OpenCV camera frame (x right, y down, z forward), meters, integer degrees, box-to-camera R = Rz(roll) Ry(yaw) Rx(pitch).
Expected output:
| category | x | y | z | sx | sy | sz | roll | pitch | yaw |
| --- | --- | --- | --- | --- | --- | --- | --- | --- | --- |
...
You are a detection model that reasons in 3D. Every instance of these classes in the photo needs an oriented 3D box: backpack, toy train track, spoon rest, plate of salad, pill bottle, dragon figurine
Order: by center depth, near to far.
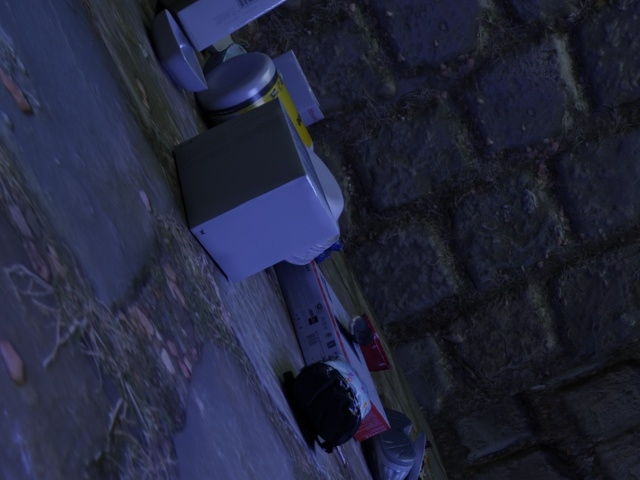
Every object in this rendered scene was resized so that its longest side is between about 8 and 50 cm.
| category | x | y | z | sx | sy | sz | roll | pitch | yaw |
| --- | --- | --- | --- | --- | --- | --- | --- | --- | --- |
| backpack | 0.020 | 0.266 | 1.364 | 0.151 | 0.115 | 0.182 | 63 | 2 | 5 |
| toy train track | 0.037 | 0.389 | 1.515 | 0.048 | 0.014 | 0.083 | 2 | 64 | -84 |
| pill bottle | -0.131 | -0.247 | 1.849 | 0.188 | 0.188 | 0.334 | -108 | 172 | -53 |
| plate of salad | 0.217 | 0.543 | 1.859 | 0.200 | 0.048 | 0.199 | 19 | 90 | -88 |
| dragon figurine | 0.000 | 0.000 | 1.910 | 0.289 | 0.085 | 0.144 | 71 | -5 | -80 |
| backpack | -0.192 | -0.383 | 1.961 | 0.188 | 0.144 | 0.165 | 35 | 52 | -32 |
| spoon rest | -0.304 | -0.582 | 2.288 | 0.276 | 0.084 | 0.137 | 14 | 51 | -85 |

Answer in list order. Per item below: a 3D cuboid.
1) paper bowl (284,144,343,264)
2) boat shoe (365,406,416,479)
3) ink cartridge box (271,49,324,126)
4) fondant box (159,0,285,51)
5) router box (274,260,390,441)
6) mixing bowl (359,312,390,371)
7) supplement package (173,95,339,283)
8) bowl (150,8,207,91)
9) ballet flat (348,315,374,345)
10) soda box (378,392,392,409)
| category | x | y | z | sx | sy | sz | roll | pitch | yaw |
| --- | --- | --- | --- | --- | --- | --- | --- | --- | --- |
| paper bowl | -0.063 | -0.102 | 1.669 | 0.284 | 0.148 | 0.284 | 44 | 22 | -23 |
| boat shoe | 0.156 | 0.480 | 1.894 | 0.320 | 0.118 | 0.103 | -106 | -146 | -78 |
| ink cartridge box | -0.134 | -0.371 | 2.164 | 0.171 | 0.233 | 0.168 | 34 | 32 | -81 |
| fondant box | -0.216 | -0.536 | 1.762 | 0.096 | 0.238 | 0.330 | 60 | -5 | -26 |
| router box | 0.026 | 0.233 | 1.770 | 0.301 | 0.082 | 0.335 | 59 | 8 | -51 |
| mixing bowl | 0.124 | 0.312 | 2.331 | 0.181 | 0.098 | 0.181 | 63 | 5 | -10 |
| supplement package | -0.104 | -0.081 | 1.273 | 0.149 | 0.194 | 0.203 | 59 | 8 | -46 |
| bowl | -0.287 | -0.370 | 1.591 | 0.142 | 0.053 | 0.142 | 56 | 11 | -64 |
| ballet flat | 0.084 | 0.207 | 1.836 | 0.049 | 0.057 | 0.173 | 23 | -12 | 20 |
| soda box | 0.176 | 0.501 | 2.192 | 0.181 | 0.058 | 0.061 | -106 | 170 | -63 |
